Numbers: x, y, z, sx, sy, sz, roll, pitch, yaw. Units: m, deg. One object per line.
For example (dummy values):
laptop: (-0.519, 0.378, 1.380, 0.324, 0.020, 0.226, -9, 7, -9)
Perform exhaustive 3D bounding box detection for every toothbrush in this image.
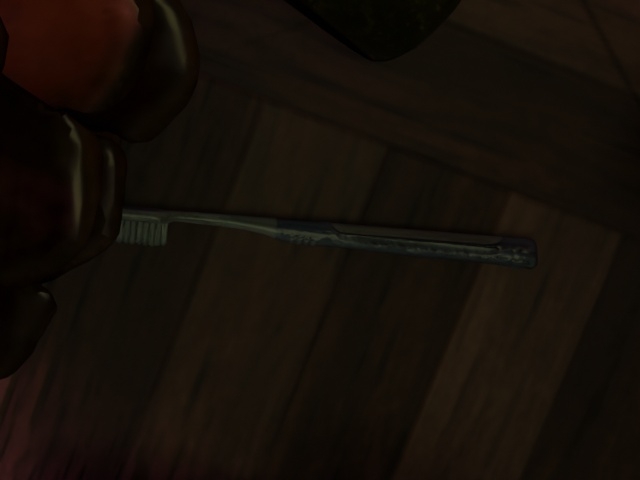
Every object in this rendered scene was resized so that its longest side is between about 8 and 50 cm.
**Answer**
toothbrush: (0.000, 0.000, 0.656, 0.220, 0.016, 0.019, 4, 103, -8)

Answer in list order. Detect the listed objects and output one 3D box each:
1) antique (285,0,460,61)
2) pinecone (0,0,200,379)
antique: (-0.029, -0.168, 0.583, 0.221, 0.080, 0.081, 35, 95, -12)
pinecone: (-0.235, -0.071, 0.420, 0.384, 0.384, 0.384, -1, 102, -7)
